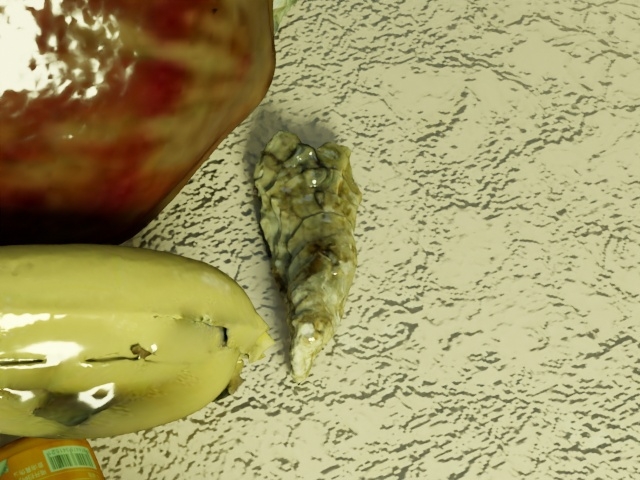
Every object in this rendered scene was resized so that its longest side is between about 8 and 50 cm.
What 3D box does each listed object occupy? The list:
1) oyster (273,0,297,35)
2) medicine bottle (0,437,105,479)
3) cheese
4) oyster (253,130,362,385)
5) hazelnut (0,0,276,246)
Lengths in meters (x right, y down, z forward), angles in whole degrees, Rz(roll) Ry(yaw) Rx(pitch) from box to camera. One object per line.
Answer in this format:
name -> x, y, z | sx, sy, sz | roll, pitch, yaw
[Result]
oyster -> -0.098, -0.258, 1.598 | 0.198, 0.112, 0.268 | -36, 73, -22
medicine bottle -> -0.167, 0.231, 1.328 | 0.096, 0.096, 0.192 | -20, 65, -16
cheese -> -0.189, 0.066, 1.332 | 0.315, 0.259, 0.128 | 3, 88, -8
oyster -> -0.001, 0.001, 1.492 | 0.106, 0.061, 0.200 | -14, 63, -14
hazelnut -> -0.239, -0.198, 1.401 | 0.402, 0.402, 0.429 | 18, 90, 4
